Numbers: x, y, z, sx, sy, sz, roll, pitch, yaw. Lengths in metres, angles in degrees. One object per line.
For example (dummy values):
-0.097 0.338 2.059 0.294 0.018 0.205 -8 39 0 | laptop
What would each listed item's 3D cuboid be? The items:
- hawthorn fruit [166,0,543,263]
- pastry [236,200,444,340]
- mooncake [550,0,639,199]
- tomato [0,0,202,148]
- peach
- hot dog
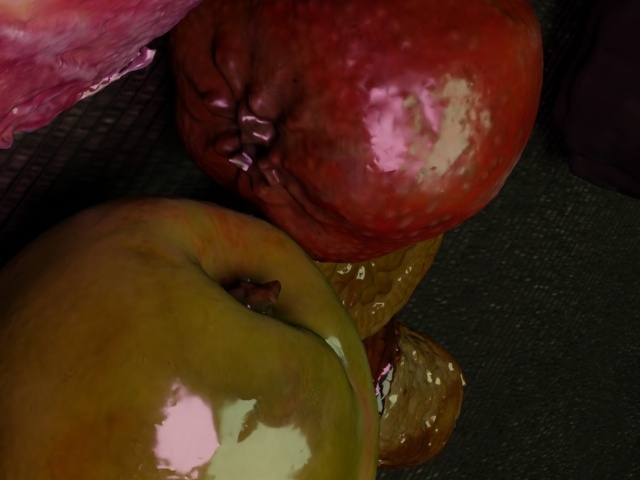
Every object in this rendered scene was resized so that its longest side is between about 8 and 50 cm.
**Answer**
0.053 -0.143 1.206 0.330 0.287 0.287 -35 141 -34 | hawthorn fruit
0.000 0.000 1.413 0.235 0.132 0.240 -38 146 -25 | pastry
0.439 -0.217 1.914 0.381 0.212 0.350 -39 148 -45 | mooncake
-0.177 -0.189 0.876 0.335 0.176 0.289 -42 167 16 | tomato
-0.120 0.136 1.118 0.315 0.314 0.281 -40 179 14 | peach
0.062 0.168 1.681 0.259 0.114 0.175 29 81 -65 | hot dog
